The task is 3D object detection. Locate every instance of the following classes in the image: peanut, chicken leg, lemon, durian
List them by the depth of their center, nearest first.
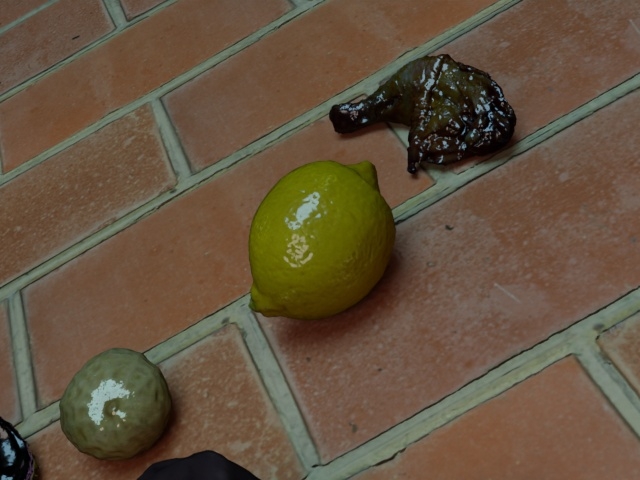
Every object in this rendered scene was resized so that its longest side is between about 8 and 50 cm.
[{"bbox_3d":[-0.260,0.207,1.311,0.140,0.109,0.159,-54,39,-7],"label":"peanut"},{"bbox_3d":[0.000,0.000,1.318,0.187,0.187,0.244,23,70,45],"label":"lemon"},{"bbox_3d":[-0.435,0.317,1.334,0.108,0.119,0.186,-57,26,27],"label":"durian"},{"bbox_3d":[0.152,-0.185,1.516,0.177,0.083,0.322,-52,44,-4],"label":"chicken leg"}]

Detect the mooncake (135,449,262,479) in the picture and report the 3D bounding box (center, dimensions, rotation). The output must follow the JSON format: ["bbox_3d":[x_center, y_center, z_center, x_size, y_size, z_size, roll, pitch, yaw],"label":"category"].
[{"bbox_3d":[-0.134,0.374,0.919,0.381,0.212,0.350,-36,31,18],"label":"mooncake"}]
